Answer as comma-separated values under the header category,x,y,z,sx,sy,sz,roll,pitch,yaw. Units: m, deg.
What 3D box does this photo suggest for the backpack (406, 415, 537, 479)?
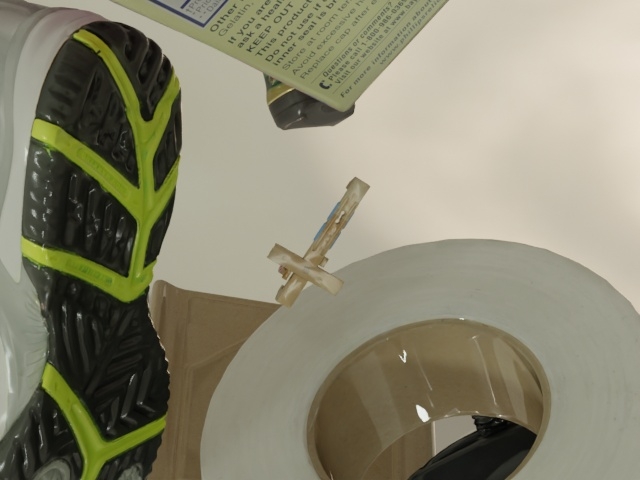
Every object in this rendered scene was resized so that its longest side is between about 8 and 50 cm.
category,x,y,z,sx,sy,sz,roll,pitch,yaw
backpack,0.260,0.214,1.337,0.290,0.273,0.355,-27,170,10

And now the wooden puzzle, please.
category,x,y,z,sx,sy,sz,roll,pitch,yaw
wooden puzzle,-0.025,0.134,1.355,0.238,0.221,0.044,13,131,-10

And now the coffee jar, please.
category,x,y,z,sx,sy,sz,roll,pitch,yaw
coffee jar,-0.027,-0.214,1.954,0.096,0.184,0.079,-8,167,-40

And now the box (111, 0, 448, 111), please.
category,x,y,z,sx,sy,sz,roll,pitch,yaw
box,-0.068,-0.191,0.769,0.213,0.117,0.243,50,-165,27

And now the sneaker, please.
category,x,y,z,sx,sy,sz,roll,pitch,yaw
sneaker,-0.174,0.047,0.959,0.147,0.145,0.385,24,115,27

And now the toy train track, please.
category,x,y,z,sx,sy,sz,roll,pitch,yaw
toy train track,0.000,0.000,0.989,0.048,0.083,0.014,30,-171,-22

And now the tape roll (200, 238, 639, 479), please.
category,x,y,z,sx,sy,sz,roll,pitch,yaw
tape roll,0.073,0.133,1.061,0.286,0.286,0.100,5,139,24
